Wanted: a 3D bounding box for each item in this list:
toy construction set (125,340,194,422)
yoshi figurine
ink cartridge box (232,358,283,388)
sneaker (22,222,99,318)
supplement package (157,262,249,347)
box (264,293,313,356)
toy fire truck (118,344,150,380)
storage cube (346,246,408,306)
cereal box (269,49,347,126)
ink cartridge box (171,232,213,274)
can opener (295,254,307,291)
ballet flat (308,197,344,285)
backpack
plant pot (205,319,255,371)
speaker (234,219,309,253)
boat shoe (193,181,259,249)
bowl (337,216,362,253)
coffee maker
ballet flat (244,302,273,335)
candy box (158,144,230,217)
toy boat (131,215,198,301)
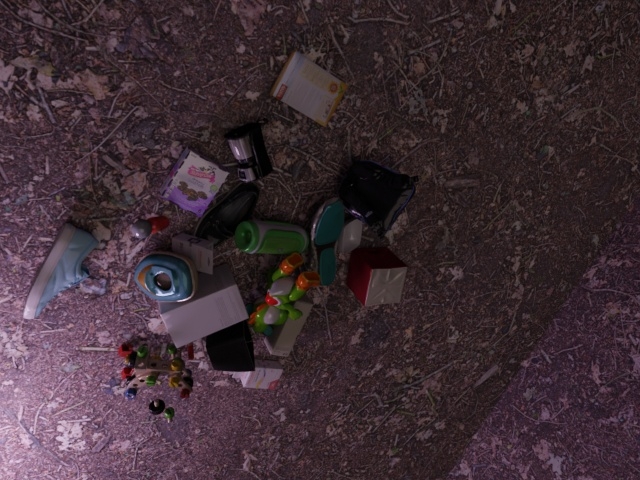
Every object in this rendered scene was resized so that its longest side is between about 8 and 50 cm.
[{"bbox_3d":[-0.590,0.460,1.843,0.257,0.309,0.237,17,126,14],"label":"toy construction set"},{"bbox_3d":[-0.148,0.222,1.939,0.203,0.203,0.362,27,118,-24],"label":"yoshi figurine"},{"bbox_3d":[-0.282,0.599,2.188,0.198,0.067,0.115,13,109,-28],"label":"ink cartridge box"},{"bbox_3d":[-0.874,0.127,1.648,0.150,0.135,0.366,27,102,-29],"label":"sneaker"},{"bbox_3d":[-0.454,0.244,1.869,0.293,0.175,0.178,-21,123,-13],"label":"supplement package"},{"bbox_3d":[-0.141,0.357,2.107,0.094,0.113,0.275,17,108,-31],"label":"box"},{"bbox_3d":[-0.729,0.499,1.950,0.192,0.047,0.135,23,102,-32],"label":"toy fire truck"},{"bbox_3d":[0.243,0.154,2.127,0.183,0.193,0.215,-2,116,-23],"label":"storage cube"},{"bbox_3d":[-0.040,-0.540,1.742,0.240,0.047,0.173,25,103,-31],"label":"cereal box"},{"bbox_3d":[-0.451,0.048,1.777,0.060,0.180,0.104,-39,140,-58],"label":"ink cartridge box"},{"bbox_3d":[-0.081,0.139,2.057,0.059,0.073,0.186,-10,109,-10],"label":"can opener"},{"bbox_3d":[0.000,0.000,1.972,0.147,0.147,0.409,-6,122,-21],"label":"ballet flat"},{"bbox_3d":[0.214,-0.188,1.919,0.263,0.213,0.276,34,95,6],"label":"backpack"},{"bbox_3d":[-0.374,0.430,2.006,0.167,0.187,0.188,-14,120,-3],"label":"plant pot"},{"bbox_3d":[-0.178,-0.008,1.848,0.296,0.131,0.131,4,114,-50],"label":"speaker"},{"bbox_3d":[-0.343,-0.073,1.799,0.340,0.113,0.127,-44,124,2],"label":"boat shoe"},{"bbox_3d":[0.115,-0.027,2.040,0.142,0.053,0.142,-29,131,-47],"label":"bowl"},{"bbox_3d":[-0.233,-0.315,1.725,0.171,0.120,0.178,-23,122,-13],"label":"coffee maker"},{"bbox_3d":[-0.270,0.326,2.056,0.074,0.074,0.203,-36,123,-4],"label":"ballet flat"},{"bbox_3d":[-0.443,-0.206,1.713,0.165,0.070,0.196,29,101,-32],"label":"candy box"},{"bbox_3d":[-0.574,0.072,1.716,0.267,0.148,0.318,-4,103,25],"label":"toy boat"}]
